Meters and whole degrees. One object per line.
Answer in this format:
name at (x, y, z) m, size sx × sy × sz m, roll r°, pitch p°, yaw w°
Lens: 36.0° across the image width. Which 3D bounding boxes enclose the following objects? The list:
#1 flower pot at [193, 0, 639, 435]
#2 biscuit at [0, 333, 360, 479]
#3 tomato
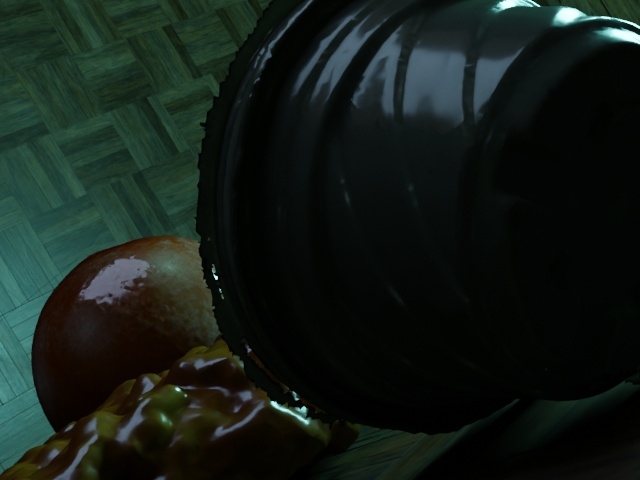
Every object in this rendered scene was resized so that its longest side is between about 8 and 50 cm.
flower pot at (0.076, -0.016, 0.425) m, size 0.235 × 0.235 × 0.140 m, roll -31°, pitch 23°, yaw -26°
biscuit at (-0.126, 0.155, 0.645) m, size 0.312 × 0.110 × 0.318 m, roll -34°, pitch 1°, yaw -34°
tomato at (-0.182, 0.116, 1.076) m, size 0.265 × 0.265 × 0.265 m, roll -31°, pitch -1°, yaw 0°
